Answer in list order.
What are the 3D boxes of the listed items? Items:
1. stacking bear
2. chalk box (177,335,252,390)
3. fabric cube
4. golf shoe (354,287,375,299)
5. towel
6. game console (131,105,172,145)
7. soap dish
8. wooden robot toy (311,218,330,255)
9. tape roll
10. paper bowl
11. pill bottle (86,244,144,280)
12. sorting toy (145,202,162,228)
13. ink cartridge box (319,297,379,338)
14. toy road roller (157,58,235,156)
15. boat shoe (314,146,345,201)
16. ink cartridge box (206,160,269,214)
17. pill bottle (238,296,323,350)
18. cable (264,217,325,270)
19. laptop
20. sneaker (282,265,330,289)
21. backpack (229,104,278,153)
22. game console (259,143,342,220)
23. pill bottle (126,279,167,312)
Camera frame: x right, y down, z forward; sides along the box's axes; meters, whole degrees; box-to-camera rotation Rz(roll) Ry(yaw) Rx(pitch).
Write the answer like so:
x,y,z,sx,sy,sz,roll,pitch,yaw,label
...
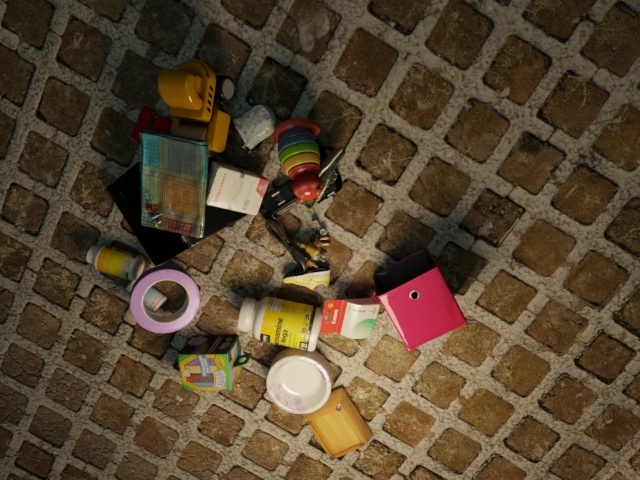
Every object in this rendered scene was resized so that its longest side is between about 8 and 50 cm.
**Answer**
x,y,z,sx,sy,sz,roll,pitch,yaw,label
-0.067,-0.283,1.553,0.175,0.164,0.289,-21,74,23,stacking bear
-0.451,0.539,1.871,0.288,0.180,0.179,-1,104,7,chalk box
0.383,0.226,1.673,0.254,0.259,0.258,-28,101,10,fabric cube
0.179,0.282,1.813,0.086,0.067,0.186,29,108,-29,golf shoe
-0.549,-0.207,1.577,0.271,0.040,0.371,12,109,10,towel
-0.682,-0.450,1.719,0.124,0.085,0.144,20,109,-33,game console
0.072,0.844,1.936,0.228,0.118,0.291,-29,101,12,soap dish
0.000,0.000,1.741,0.076,0.079,0.174,-5,105,7,wooden robot toy
-0.658,0.248,1.798,0.274,0.090,0.275,-4,101,-23,tape roll
-0.088,0.602,1.871,0.284,0.148,0.285,1,105,6,paper bowl
-0.883,0.090,1.824,0.214,0.117,0.117,17,106,0,pill bottle
-0.616,-0.097,1.589,0.042,0.061,0.102,-25,112,-15,sorting toy
0.120,0.326,1.748,0.224,0.056,0.181,-1,121,-19,ink cartridge box
-0.471,-0.484,1.536,0.202,0.240,0.330,12,96,21,toy road roller
0.026,-0.256,1.636,0.079,0.084,0.233,31,103,-22,boat shoe
-0.336,-0.203,1.657,0.217,0.092,0.159,11,110,-38,ink cartridge box
-0.168,0.344,1.789,0.333,0.188,0.188,11,105,2,pill bottle
-0.113,0.018,1.756,0.287,0.072,0.139,41,140,8,cable
-0.596,-0.159,1.758,0.407,0.236,0.382,-23,100,34,laptop
-0.057,0.171,1.791,0.208,0.081,0.094,-6,109,8,sneaker
-0.252,-0.439,1.631,0.181,0.115,0.152,-30,98,9,backpack
-0.103,-0.216,1.714,0.361,0.044,0.213,-30,99,11,game console
-0.769,0.240,1.869,0.160,0.087,0.087,38,105,-5,pill bottle
